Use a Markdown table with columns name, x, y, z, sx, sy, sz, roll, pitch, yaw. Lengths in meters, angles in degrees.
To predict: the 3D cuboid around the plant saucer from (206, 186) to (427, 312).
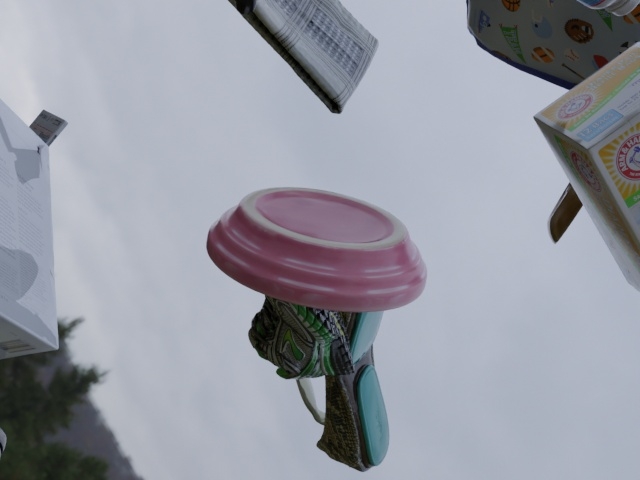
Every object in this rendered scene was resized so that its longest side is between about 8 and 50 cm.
| name | x | y | z | sx | sy | sz | roll | pitch | yaw |
| --- | --- | --- | --- | --- | --- | --- | --- | --- | --- |
| plant saucer | 0.000 | 0.000 | 1.589 | 0.332 | 0.332 | 0.084 | 35 | -58 | 48 |

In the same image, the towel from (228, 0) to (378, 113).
| name | x | y | z | sx | sy | sz | roll | pitch | yaw |
| --- | --- | --- | --- | --- | --- | --- | --- | --- | --- |
| towel | -0.021 | -0.445 | 2.155 | 0.324 | 0.312 | 0.056 | 45 | -52 | -14 |

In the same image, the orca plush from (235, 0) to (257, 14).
| name | x | y | z | sx | sy | sz | roll | pitch | yaw |
| --- | --- | --- | --- | --- | --- | --- | --- | --- | --- |
| orca plush | -0.080 | -0.317 | 0.972 | 0.102 | 0.151 | 0.287 | -24 | -124 | 34 |

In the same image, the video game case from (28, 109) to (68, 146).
| name | x | y | z | sx | sy | sz | roll | pitch | yaw |
| --- | --- | --- | --- | --- | --- | --- | --- | --- | --- |
| video game case | -0.520 | -0.180 | 1.951 | 0.087 | 0.122 | 0.011 | 26 | -15 | 43 |

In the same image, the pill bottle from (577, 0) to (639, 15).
| name | x | y | z | sx | sy | sz | roll | pitch | yaw |
| --- | --- | --- | --- | --- | --- | --- | --- | --- | --- |
| pill bottle | 0.366 | -0.371 | 1.467 | 0.160 | 0.087 | 0.087 | 23 | -5 | -26 |

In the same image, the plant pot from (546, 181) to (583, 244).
| name | x | y | z | sx | sy | sz | roll | pitch | yaw |
| --- | --- | --- | --- | --- | --- | --- | --- | --- | --- |
| plant pot | 0.422 | -0.102 | 1.701 | 0.032 | 0.236 | 0.236 | 32 | -27 | 8 |

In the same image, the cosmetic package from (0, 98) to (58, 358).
| name | x | y | z | sx | sy | sz | roll | pitch | yaw |
| --- | --- | --- | --- | --- | --- | --- | --- | --- | --- |
| cosmetic package | -0.415 | -0.052 | 1.193 | 0.377 | 0.098 | 0.284 | 61 | 21 | -66 |

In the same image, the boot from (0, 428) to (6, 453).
| name | x | y | z | sx | sy | sz | roll | pitch | yaw |
| --- | --- | --- | --- | --- | --- | --- | --- | --- | --- |
| boot | -0.599 | 0.351 | 1.688 | 0.263 | 0.091 | 0.229 | 38 | 22 | -29 |

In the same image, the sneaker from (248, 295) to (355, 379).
| name | x | y | z | sx | sy | sz | roll | pitch | yaw |
| --- | --- | --- | --- | --- | --- | --- | --- | --- | --- |
| sneaker | -0.048 | 0.130 | 1.642 | 0.343 | 0.146 | 0.134 | 69 | 6 | -53 |

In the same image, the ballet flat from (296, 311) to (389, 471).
| name | x | y | z | sx | sy | sz | roll | pitch | yaw |
| --- | --- | --- | --- | --- | --- | --- | --- | --- | --- |
| ballet flat | 0.031 | 0.210 | 1.951 | 0.182 | 0.164 | 0.482 | 12 | -59 | 23 |

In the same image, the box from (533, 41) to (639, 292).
| name | x | y | z | sx | sy | sz | roll | pitch | yaw |
| --- | --- | --- | --- | --- | --- | --- | --- | --- | --- |
| box | 0.284 | -0.046 | 0.890 | 0.203 | 0.114 | 0.103 | 55 | 1 | -25 |

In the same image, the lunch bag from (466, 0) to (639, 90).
| name | x | y | z | sx | sy | sz | roll | pitch | yaw |
| --- | --- | --- | --- | --- | --- | --- | --- | --- | --- |
| lunch bag | 0.428 | -0.453 | 1.845 | 0.386 | 0.239 | 0.327 | 24 | -35 | 26 |
